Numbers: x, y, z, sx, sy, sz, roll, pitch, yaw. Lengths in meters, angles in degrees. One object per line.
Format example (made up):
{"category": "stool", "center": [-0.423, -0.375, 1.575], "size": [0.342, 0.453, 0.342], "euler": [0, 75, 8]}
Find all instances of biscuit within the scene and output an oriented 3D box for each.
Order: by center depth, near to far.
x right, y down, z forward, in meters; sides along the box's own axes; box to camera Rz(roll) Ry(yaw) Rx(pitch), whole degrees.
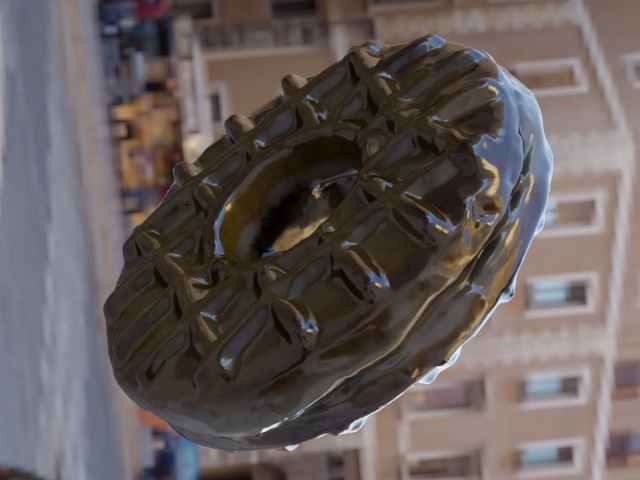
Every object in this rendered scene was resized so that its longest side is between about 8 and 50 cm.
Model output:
{"category": "biscuit", "center": [0.000, 0.000, 1.214], "size": [0.103, 0.332, 0.332], "euler": [51, 16, -30]}
